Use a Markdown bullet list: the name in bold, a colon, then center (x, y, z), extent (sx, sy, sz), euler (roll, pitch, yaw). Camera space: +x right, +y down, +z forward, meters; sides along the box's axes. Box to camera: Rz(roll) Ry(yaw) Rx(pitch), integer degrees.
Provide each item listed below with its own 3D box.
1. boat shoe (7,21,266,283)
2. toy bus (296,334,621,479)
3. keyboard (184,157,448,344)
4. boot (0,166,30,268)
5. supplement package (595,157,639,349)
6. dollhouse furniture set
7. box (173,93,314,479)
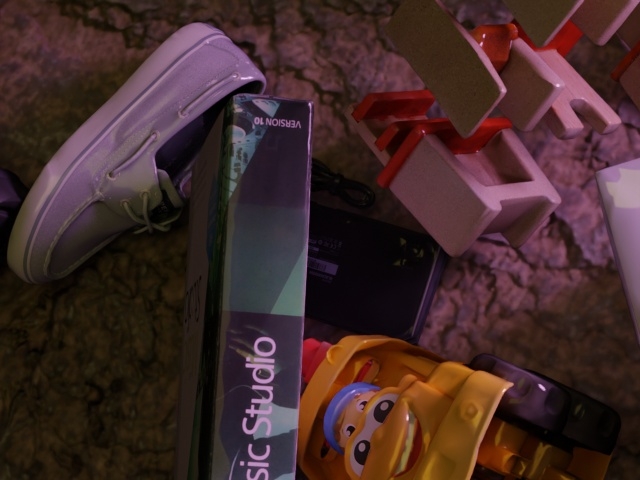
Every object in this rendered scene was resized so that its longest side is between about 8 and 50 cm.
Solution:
- **boat shoe**: center (-0.127, -0.050, 1.373), extent (0.081, 0.079, 0.227), euler (38, 86, 26)
- **toy bus**: center (0.056, 0.122, 1.205), extent (0.211, 0.220, 0.149), euler (28, 91, 27)
- **keyboard**: center (0.000, 0.000, 1.353), extent (0.180, 0.023, 0.108), euler (17, 88, 19)
- **boot**: center (-0.474, -0.056, 1.441), extent (0.367, 0.146, 0.445), euler (-42, 72, -7)
- **supplement package**: center (0.286, 0.024, 1.161), extent (0.194, 0.203, 0.149), euler (-17, 72, 12)
- **dollhouse furniture set**: center (0.136, -0.122, 1.232), extent (0.135, 0.262, 0.259), euler (55, 127, 23)
- **box**: center (-0.054, 0.089, 1.222), extent (0.058, 0.232, 0.322), euler (3, 81, -9)
